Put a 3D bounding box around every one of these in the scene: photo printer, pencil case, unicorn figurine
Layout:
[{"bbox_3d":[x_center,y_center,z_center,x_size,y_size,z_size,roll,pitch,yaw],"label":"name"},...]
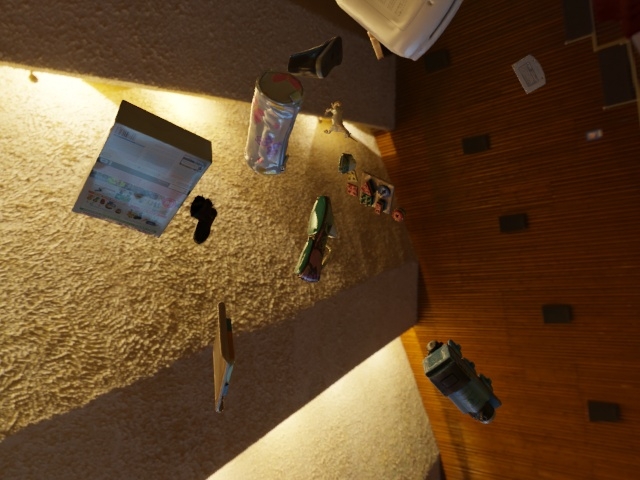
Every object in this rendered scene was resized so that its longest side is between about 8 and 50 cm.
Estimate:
[{"bbox_3d":[0.185,-0.568,0.919,0.107,0.256,0.308,-4,-132,-41],"label":"photo printer"},{"bbox_3d":[-0.119,-0.281,1.044,0.113,0.273,0.124,-24,-112,-27],"label":"pencil case"},{"bbox_3d":[0.060,-0.414,1.486,0.060,0.111,0.162,-16,-81,-34],"label":"unicorn figurine"}]

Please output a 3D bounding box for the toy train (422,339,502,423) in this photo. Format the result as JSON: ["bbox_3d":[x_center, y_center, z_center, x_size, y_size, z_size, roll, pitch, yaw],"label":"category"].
[{"bbox_3d":[0.276,0.278,0.825,0.184,0.080,0.105,48,-161,-5],"label":"toy train"}]

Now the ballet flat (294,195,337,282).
[{"bbox_3d":[0.000,0.000,1.055,0.079,0.076,0.222,23,-105,-27],"label":"ballet flat"}]

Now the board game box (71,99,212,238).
[{"bbox_3d":[-0.437,-0.158,1.031,0.223,0.303,0.098,22,-142,-35],"label":"board game box"}]

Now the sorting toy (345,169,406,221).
[{"bbox_3d":[0.190,-0.170,1.542,0.046,0.274,0.132,-42,-31,-34],"label":"sorting toy"}]

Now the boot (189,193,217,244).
[{"bbox_3d":[-0.328,-0.058,1.147,0.099,0.045,0.121,71,-140,-72],"label":"boot"}]

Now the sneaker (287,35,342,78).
[{"bbox_3d":[-0.012,-0.557,1.266,0.222,0.118,0.083,-59,-29,-45],"label":"sneaker"}]

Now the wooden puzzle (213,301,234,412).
[{"bbox_3d":[-0.281,0.335,1.220,0.044,0.221,0.239,2,-56,-17],"label":"wooden puzzle"}]

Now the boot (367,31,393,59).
[{"bbox_3d":[0.228,-0.696,1.279,0.108,0.283,0.220,-24,-73,-14],"label":"boot"}]

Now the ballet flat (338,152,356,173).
[{"bbox_3d":[0.096,-0.275,1.485,0.188,0.070,0.070,-82,-28,-67],"label":"ballet flat"}]

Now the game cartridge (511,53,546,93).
[{"bbox_3d":[0.521,-0.415,1.045,0.083,0.056,0.017,54,-137,-13],"label":"game cartridge"}]
